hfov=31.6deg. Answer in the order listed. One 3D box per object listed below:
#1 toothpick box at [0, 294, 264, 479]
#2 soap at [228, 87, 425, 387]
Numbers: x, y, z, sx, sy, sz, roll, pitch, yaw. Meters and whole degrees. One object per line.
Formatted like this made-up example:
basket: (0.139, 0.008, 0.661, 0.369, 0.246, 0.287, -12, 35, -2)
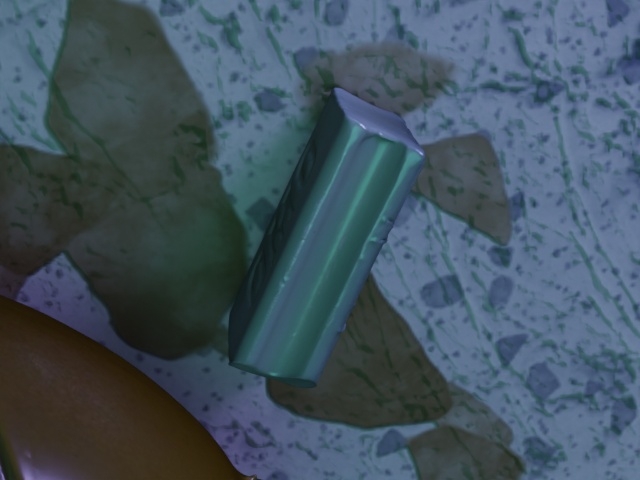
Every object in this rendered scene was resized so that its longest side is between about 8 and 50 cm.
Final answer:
toothpick box: (-0.240, 0.242, 0.719, 0.425, 0.409, 0.408, 26, 104, -17)
soap: (0.000, 0.000, 0.813, 0.067, 0.119, 0.198, 22, 105, -10)
